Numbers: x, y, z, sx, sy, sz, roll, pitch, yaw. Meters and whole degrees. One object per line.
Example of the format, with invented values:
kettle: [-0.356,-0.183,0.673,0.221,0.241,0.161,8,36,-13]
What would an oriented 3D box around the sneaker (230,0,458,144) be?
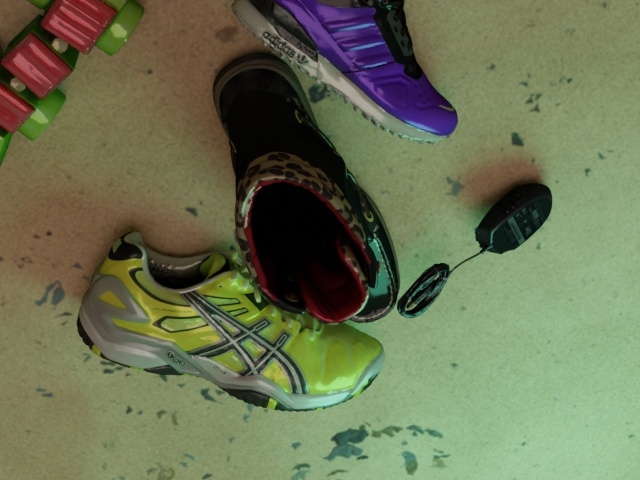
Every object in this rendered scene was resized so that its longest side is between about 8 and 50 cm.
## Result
sneaker: [0.060,-0.225,1.217,0.293,0.102,0.146,31,110,-21]

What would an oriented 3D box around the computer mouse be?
computer mouse: [0.188,0.009,1.375,0.242,0.041,0.071,-37,141,-3]

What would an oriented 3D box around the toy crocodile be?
toy crocodile: [-0.292,-0.203,1.181,0.115,0.105,0.340,38,107,-24]

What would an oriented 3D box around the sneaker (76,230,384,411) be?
sneaker: [-0.095,0.100,1.352,0.384,0.145,0.147,13,116,-16]

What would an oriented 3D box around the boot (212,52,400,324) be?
boot: [0.000,0.000,1.227,0.138,0.284,0.377,-23,120,5]
